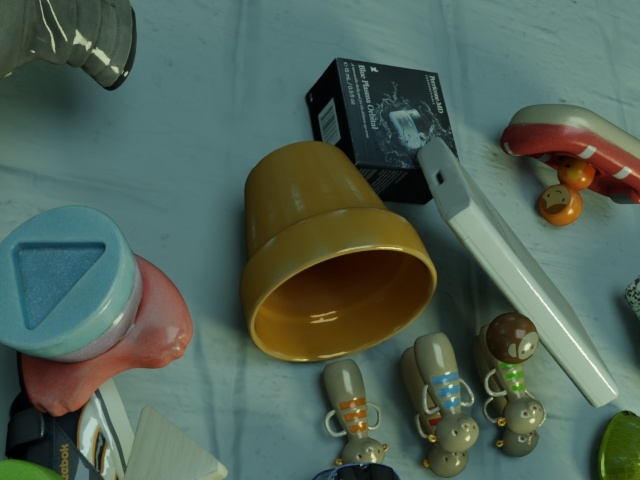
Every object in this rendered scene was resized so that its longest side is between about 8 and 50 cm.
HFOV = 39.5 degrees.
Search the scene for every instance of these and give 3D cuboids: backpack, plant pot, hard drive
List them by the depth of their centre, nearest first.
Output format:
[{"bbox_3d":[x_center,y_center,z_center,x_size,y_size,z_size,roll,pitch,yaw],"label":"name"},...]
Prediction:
[{"bbox_3d":[0.033,0.287,0.905,0.105,0.084,0.114,6,68,-26],"label":"backpack"},{"bbox_3d":[0.000,0.000,0.980,0.205,0.205,0.188,2,49,-27],"label":"plant pot"},{"bbox_3d":[0.228,0.033,1.044,0.307,0.040,0.203,49,15,-23],"label":"hard drive"}]

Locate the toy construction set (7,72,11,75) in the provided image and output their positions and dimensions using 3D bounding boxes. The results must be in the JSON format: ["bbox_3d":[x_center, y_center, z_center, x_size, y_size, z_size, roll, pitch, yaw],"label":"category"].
[{"bbox_3d":[-0.442,-0.170,0.848,0.328,0.151,0.215,-26,104,-27],"label":"toy construction set"}]

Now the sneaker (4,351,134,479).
[{"bbox_3d":[-0.227,0.210,0.783,0.128,0.126,0.321,-17,72,-32],"label":"sneaker"}]

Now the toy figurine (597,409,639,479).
[{"bbox_3d":[0.395,0.339,0.988,0.191,0.217,0.362,43,54,-2],"label":"toy figurine"}]

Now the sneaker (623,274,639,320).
[{"bbox_3d":[0.598,0.089,1.282,0.411,0.158,0.182,-2,49,-34],"label":"sneaker"}]

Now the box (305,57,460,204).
[{"bbox_3d":[0.079,-0.138,1.143,0.158,0.093,0.155,3,64,-28],"label":"box"}]

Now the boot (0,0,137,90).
[{"bbox_3d":[-0.268,-0.186,0.844,0.223,0.118,0.338,24,66,-52],"label":"boot"}]

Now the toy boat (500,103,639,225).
[{"bbox_3d":[0.355,-0.092,1.254,0.231,0.151,0.151,27,85,-14],"label":"toy boat"}]

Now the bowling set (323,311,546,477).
[{"bbox_3d":[0.161,0.174,0.966,0.287,0.200,0.154,-8,75,-26],"label":"bowling set"}]

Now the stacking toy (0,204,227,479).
[{"bbox_3d":[-0.247,0.125,0.688,0.309,0.130,0.279,-34,56,-4],"label":"stacking toy"}]
